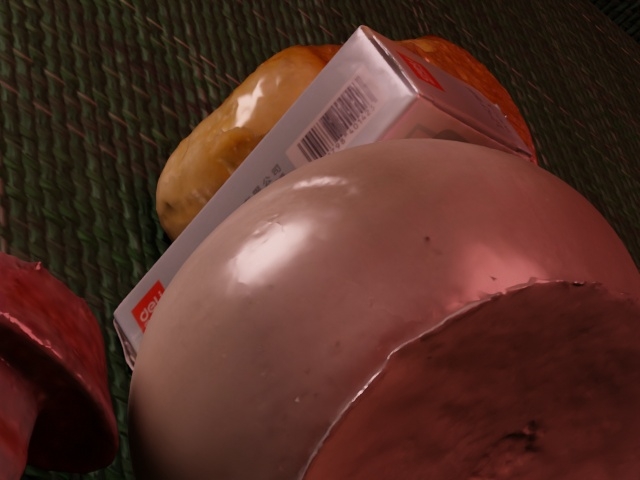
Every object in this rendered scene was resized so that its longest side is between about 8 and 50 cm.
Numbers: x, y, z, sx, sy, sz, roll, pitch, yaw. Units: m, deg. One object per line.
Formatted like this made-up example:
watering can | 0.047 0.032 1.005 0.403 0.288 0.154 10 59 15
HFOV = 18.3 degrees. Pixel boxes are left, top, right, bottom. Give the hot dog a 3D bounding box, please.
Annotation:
hot dog | 0.051 -0.025 1.538 0.223 0.185 0.405 52 23 10

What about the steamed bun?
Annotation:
steamed bun | 0.039 0.087 1.172 0.324 0.324 0.206 26 11 -45

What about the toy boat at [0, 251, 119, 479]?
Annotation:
toy boat | -0.199 0.120 0.996 0.206 0.096 0.282 31 40 -25

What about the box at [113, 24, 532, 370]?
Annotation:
box | 0.000 0.000 1.288 0.135 0.269 0.079 25 23 -47
